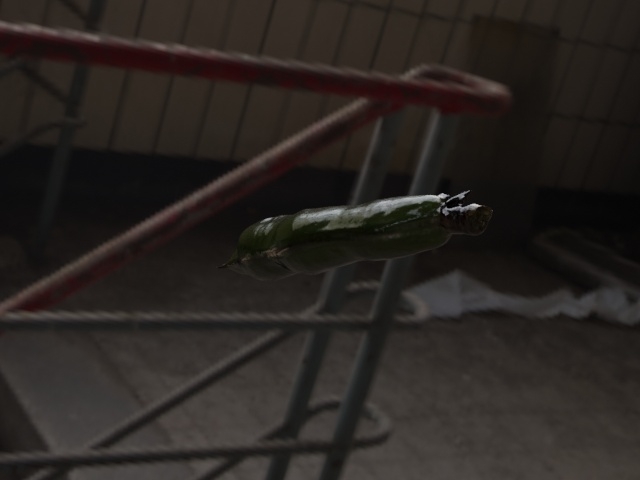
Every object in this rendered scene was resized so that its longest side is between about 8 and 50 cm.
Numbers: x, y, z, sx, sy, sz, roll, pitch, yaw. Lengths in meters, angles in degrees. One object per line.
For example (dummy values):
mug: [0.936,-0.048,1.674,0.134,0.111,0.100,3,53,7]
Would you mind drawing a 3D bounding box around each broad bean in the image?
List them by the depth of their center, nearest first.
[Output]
broad bean: [-0.001,0.000,0.855,0.060,0.043,0.297,-13,2,-29]
